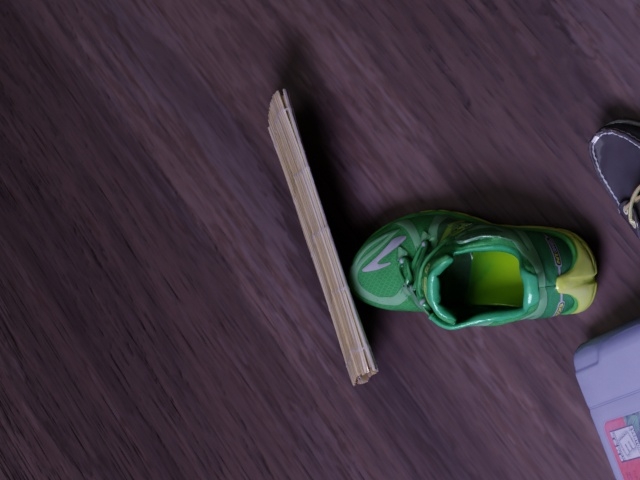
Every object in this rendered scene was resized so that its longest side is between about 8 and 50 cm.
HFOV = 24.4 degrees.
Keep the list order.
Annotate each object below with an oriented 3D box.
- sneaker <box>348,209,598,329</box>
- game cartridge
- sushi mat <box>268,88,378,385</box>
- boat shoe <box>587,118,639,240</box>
[{"bbox_3d":[0.129,0.027,1.460,0.295,0.123,0.110,-2,96,46],"label":"sneaker"},{"bbox_3d":[0.331,0.206,1.304,0.294,0.060,0.196,69,154,10],"label":"game cartridge"},{"bbox_3d":[0.000,0.000,1.593,0.151,0.019,0.317,114,138,-80],"label":"sushi mat"},{"bbox_3d":[0.316,-0.025,1.318,0.228,0.068,0.081,49,126,25],"label":"boat shoe"}]
